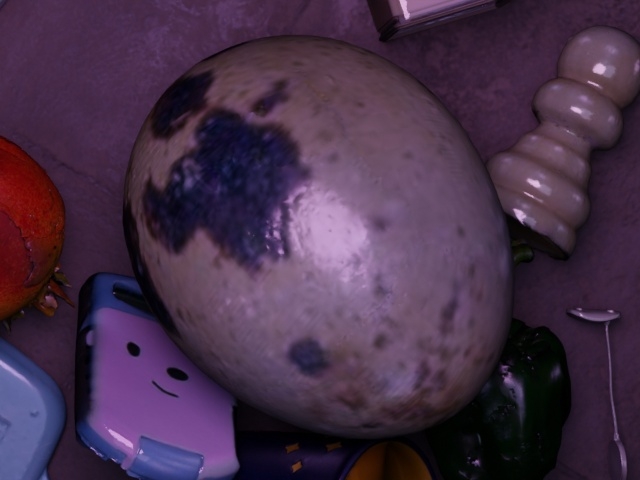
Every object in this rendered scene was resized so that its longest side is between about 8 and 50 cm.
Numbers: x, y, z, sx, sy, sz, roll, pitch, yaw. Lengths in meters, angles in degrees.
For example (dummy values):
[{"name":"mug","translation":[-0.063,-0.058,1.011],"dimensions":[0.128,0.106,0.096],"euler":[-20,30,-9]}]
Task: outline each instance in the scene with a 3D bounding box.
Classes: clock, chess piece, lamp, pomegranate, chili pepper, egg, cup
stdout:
[{"name":"clock","translation":[0.127,-0.261,1.418],"dimensions":[0.147,0.192,0.071],"euler":[-17,94,-2]},{"name":"chess piece","translation":[0.263,-0.113,1.471],"dimensions":[0.133,0.133,0.243],"euler":[30,86,-4]},{"name":"lamp","translation":[0.304,0.169,1.520],"dimensions":[0.056,0.050,0.198],"euler":[-5,91,-6]},{"name":"pomegranate","translation":[-0.353,-0.003,1.405],"dimensions":[0.210,0.210,0.235],"euler":[-39,121,-1]},{"name":"chili pepper","translation":[0.178,0.132,1.458],"dimensions":[0.165,0.174,0.261],"euler":[-5,97,25]},{"name":"egg","translation":[0.000,0.000,1.330],"dimensions":[0.345,0.345,0.428],"euler":[-34,65,-1]},{"name":"cup","translation":[-0.007,0.299,1.420],"dimensions":[0.255,0.256,0.178],"euler":[44,57,-37]}]

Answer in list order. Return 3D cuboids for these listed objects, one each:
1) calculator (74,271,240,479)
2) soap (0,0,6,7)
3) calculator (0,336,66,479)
[{"name":"calculator","translation":[-0.162,0.135,1.395],"dimensions":[0.173,0.293,0.051],"euler":[19,121,-21]},{"name":"soap","translation":[-0.379,-0.259,1.402],"dimensions":[0.095,0.173,0.289],"euler":[36,91,-3]},{"name":"calculator","translation":[-0.459,0.181,1.482],"dimensions":[0.386,0.054,0.256],"euler":[28,91,-7]}]
